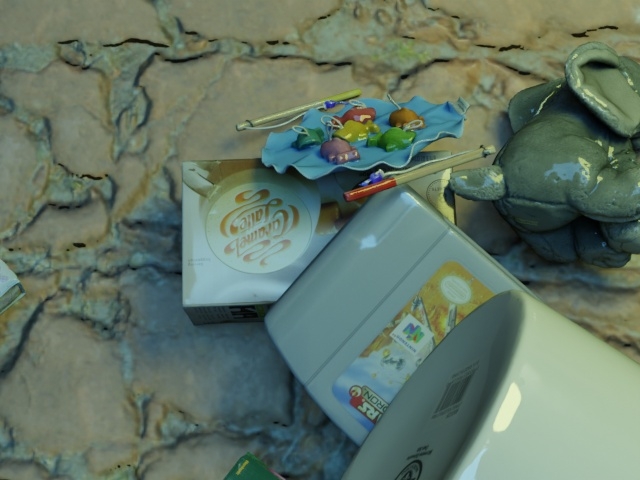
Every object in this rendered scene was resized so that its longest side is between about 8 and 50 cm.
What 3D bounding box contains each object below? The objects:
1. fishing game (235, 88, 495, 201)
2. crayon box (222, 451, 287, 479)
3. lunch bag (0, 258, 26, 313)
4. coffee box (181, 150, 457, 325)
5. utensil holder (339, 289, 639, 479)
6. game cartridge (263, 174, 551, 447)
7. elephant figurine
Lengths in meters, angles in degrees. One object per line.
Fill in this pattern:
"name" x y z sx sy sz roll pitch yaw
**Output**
"fishing game" 0.038 -0.102 1.074 0.189 0.264 0.041 -17 114 -15
"crayon box" -0.079 0.341 1.007 0.165 0.081 0.278 33 70 17
"lunch bag" -0.333 0.047 1.137 0.071 0.053 0.083 44 70 10
"coffee box" 0.000 0.000 1.115 0.247 0.098 0.141 -1 75 1
"utensil holder" 0.210 0.266 0.871 0.385 0.327 0.327 34 77 -4
"game cartridge" 0.108 0.110 1.037 0.297 0.062 0.198 40 96 -8
"elephant figurine" 0.253 -0.107 1.125 0.169 0.186 0.239 -1 61 34
